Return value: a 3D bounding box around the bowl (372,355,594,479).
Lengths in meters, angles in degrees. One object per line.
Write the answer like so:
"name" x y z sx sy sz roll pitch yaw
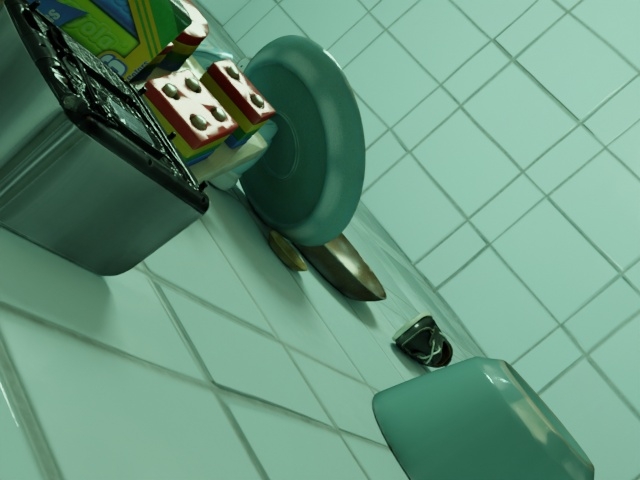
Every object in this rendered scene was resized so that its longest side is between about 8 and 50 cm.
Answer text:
"bowl" 0.228 0.270 1.170 0.311 0.163 0.311 49 7 -8

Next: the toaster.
"toaster" -0.194 -0.080 0.701 0.168 0.110 0.186 53 8 34

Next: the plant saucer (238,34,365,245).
"plant saucer" -0.051 -0.144 1.374 0.044 0.317 0.317 -12 52 -35

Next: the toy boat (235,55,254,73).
"toy boat" -0.087 -0.218 1.860 0.318 0.148 0.267 45 8 -26

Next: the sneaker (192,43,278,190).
"sneaker" -0.206 -0.242 1.291 0.366 0.150 0.135 45 8 -28

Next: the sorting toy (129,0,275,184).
"sorting toy" -0.185 -0.195 1.084 0.255 0.089 0.257 49 29 2

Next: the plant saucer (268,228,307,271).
"plant saucer" -0.052 0.019 1.379 0.083 0.015 0.083 47 7 -8

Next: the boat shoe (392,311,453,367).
"boat shoe" 0.194 0.187 1.686 0.079 0.084 0.233 52 5 23

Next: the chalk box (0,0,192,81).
"chalk box" -0.287 -0.251 0.788 0.289 0.179 0.180 37 15 -53

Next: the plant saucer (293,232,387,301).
"plant saucer" 0.000 0.000 1.648 0.310 0.050 0.310 48 7 -8
